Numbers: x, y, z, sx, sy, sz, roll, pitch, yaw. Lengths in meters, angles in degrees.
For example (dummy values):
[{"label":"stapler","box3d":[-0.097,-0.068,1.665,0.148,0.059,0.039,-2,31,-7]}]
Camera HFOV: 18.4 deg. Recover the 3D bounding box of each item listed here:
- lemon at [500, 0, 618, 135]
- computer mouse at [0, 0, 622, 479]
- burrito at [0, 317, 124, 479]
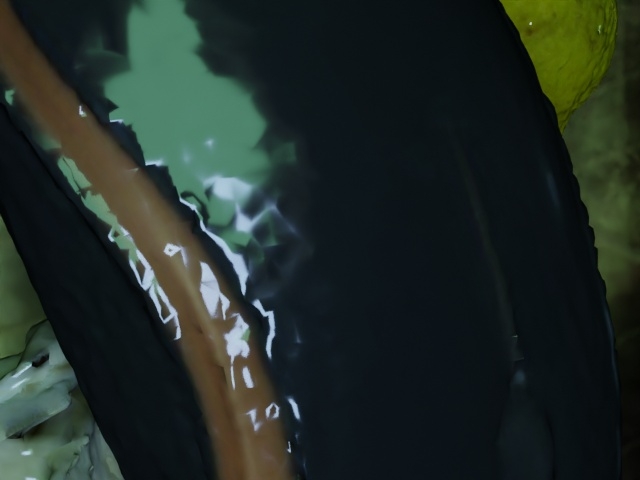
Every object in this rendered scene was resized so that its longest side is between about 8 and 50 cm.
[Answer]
[{"label":"lemon","box3d":[0.045,-0.087,0.709,0.109,0.109,0.133,-42,88,-17]},{"label":"computer mouse","box3d":[0.003,-0.002,0.592,0.183,0.116,0.323,-31,100,-43]},{"label":"burrito","box3d":[-0.148,0.145,0.543,0.175,0.107,0.347,-17,35,18]}]
